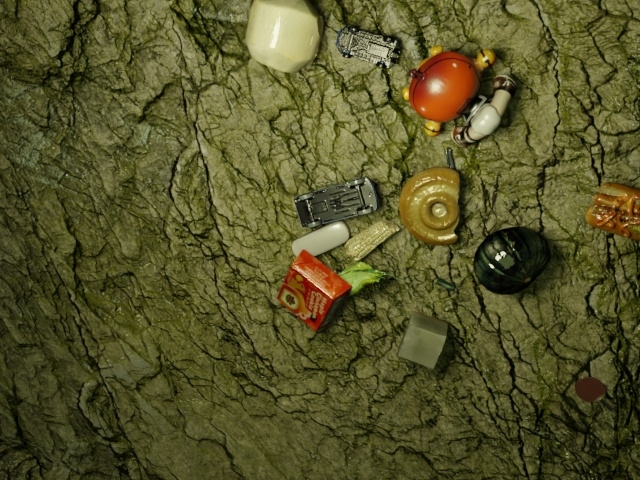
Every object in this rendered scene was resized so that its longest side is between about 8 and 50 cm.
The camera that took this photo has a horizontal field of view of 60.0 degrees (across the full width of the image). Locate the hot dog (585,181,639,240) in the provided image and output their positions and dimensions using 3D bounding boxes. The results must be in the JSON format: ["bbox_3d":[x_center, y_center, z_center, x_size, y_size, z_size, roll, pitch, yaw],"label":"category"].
[{"bbox_3d":[1.012,-0.066,1.721,0.349,0.117,0.158,20,113,8],"label":"hot dog"}]

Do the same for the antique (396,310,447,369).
[{"bbox_3d":[0.376,0.362,2.034,0.147,0.148,0.151,19,112,8],"label":"antique"}]

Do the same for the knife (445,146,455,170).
[{"bbox_3d":[0.436,-0.256,1.872,0.031,0.018,0.121,-7,105,16],"label":"knife"}]

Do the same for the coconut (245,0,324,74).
[{"bbox_3d":[-0.110,-0.676,1.762,0.245,0.245,0.247,25,113,6],"label":"coconut"}]

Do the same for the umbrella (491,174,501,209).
[{"bbox_3d":[0.585,-0.163,1.865,0.022,0.013,0.122,5,110,-9],"label":"umbrella"}]

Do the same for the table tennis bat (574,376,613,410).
[{"bbox_3d":[0.993,0.555,2.001,0.158,0.014,0.095,43,113,1],"label":"table tennis bat"}]

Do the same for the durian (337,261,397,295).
[{"bbox_3d":[0.141,0.149,2.038,0.375,0.107,0.132,-22,92,44],"label":"durian"}]

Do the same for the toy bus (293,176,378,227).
[{"bbox_3d":[0.063,-0.138,1.957,0.292,0.133,0.125,-14,99,22],"label":"toy bus"}]

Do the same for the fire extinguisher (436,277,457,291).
[{"bbox_3d":[0.463,0.161,2.006,0.083,0.025,0.038,24,90,7],"label":"fire extinguisher"}]

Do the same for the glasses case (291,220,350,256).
[{"bbox_3d":[0.000,0.000,2.061,0.233,0.059,0.092,-27,101,22],"label":"glasses case"}]

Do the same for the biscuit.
[{"bbox_3d":[0.373,-0.110,1.892,0.213,0.091,0.274,-2,115,18],"label":"biscuit"}]

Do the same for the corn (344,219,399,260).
[{"bbox_3d":[0.179,-0.010,1.995,0.211,0.087,0.087,-39,95,22],"label":"corn"}]

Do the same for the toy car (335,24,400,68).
[{"bbox_3d":[0.154,-0.627,1.797,0.216,0.063,0.103,22,113,14],"label":"toy car"}]

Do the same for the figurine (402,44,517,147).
[{"bbox_3d":[0.411,-0.453,1.712,0.323,0.196,0.320,30,121,-7],"label":"figurine"}]

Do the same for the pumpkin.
[{"bbox_3d":[0.628,0.058,1.838,0.250,0.216,0.249,-4,135,-4],"label":"pumpkin"}]

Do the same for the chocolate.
[{"bbox_3d":[-0.034,0.194,2.064,0.235,0.108,0.237,38,132,13],"label":"chocolate"}]
